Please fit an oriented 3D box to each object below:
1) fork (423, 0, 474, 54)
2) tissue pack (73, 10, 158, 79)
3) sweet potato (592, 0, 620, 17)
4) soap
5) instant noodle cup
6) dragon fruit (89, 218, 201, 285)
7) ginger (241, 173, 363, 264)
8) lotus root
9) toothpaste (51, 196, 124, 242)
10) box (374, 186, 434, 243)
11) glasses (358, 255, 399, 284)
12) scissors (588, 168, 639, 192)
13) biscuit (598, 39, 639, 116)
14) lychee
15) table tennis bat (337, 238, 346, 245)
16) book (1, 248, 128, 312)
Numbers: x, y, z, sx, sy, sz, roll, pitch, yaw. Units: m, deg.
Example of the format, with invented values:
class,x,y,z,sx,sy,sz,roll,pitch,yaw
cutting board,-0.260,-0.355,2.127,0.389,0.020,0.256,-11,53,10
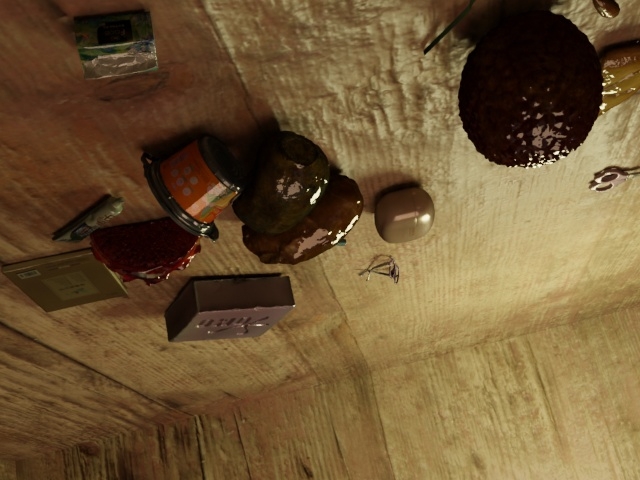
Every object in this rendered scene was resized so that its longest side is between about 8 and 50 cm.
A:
class,x,y,z,sx,sy,sz,roll,pitch,yaw
fork,0.227,-0.364,1.378,0.021,0.039,0.235,5,156,-29
tissue pack,-0.294,-0.273,1.237,0.111,0.079,0.085,-9,157,-10
sweet potato,0.482,-0.395,1.443,0.095,0.034,0.034,7,151,-46
soap,-0.260,0.193,2.393,0.296,0.107,0.285,-1,158,-26
instant noodle cup,-0.219,-0.114,1.589,0.125,0.178,0.208,-36,121,16
dragon fruit,-0.370,0.041,1.913,0.274,0.126,0.161,-9,158,-9
ginger,-0.054,-0.034,1.866,0.321,0.172,0.165,-22,117,29
lotus root,-0.075,-0.104,1.660,0.160,0.152,0.275,-52,178,-29
toothpaste,-0.476,-0.039,1.776,0.060,0.038,0.233,12,150,-44
box,0.201,-0.058,2.046,0.145,0.088,0.200,-14,160,0
glasses,0.169,0.086,2.475,0.103,0.063,0.140,4,164,19
scissors,0.804,-0.169,2.209,0.212,0.021,0.110,-12,155,-1
biscuit,0.566,-0.298,1.721,0.154,0.045,0.299,-6,158,-20
lychee,0.350,-0.252,1.446,0.260,0.261,0.260,-11,159,-4
table tennis bat,0.000,0.000,2.173,0.155,0.019,0.100,4,153,-34
book,-0.610,0.100,2.068,0.216,0.021,0.310,-12,159,-3
